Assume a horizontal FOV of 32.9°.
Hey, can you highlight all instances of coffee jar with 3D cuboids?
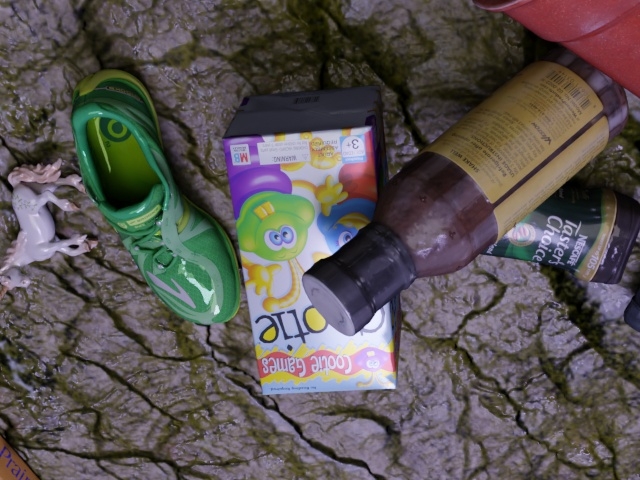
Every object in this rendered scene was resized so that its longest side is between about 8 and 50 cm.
[{"bbox_3d":[0.228,-0.018,1.099,0.184,0.079,0.096,13,115,-1],"label":"coffee jar"}]

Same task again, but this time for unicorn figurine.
[{"bbox_3d":[-0.303,-0.008,1.176,0.111,0.060,0.162,-3,98,8],"label":"unicorn figurine"}]

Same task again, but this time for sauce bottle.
[{"bbox_3d":[0.130,-0.046,0.986,0.344,0.111,0.111,-37,110,-20],"label":"sauce bottle"}]

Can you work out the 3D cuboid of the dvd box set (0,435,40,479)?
[{"bbox_3d":[-0.547,0.267,1.317,0.307,0.062,0.420,-29,108,17],"label":"dvd box set"}]

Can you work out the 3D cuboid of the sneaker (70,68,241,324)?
[{"bbox_3d":[-0.180,-0.027,1.113,0.109,0.123,0.295,-22,111,14],"label":"sneaker"}]

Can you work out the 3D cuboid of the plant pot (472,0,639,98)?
[{"bbox_3d":[0.314,-0.225,0.912,0.265,0.272,0.272,35,113,-19],"label":"plant pot"}]

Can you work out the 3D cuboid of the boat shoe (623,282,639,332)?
[{"bbox_3d":[0.461,0.141,1.122,0.340,0.127,0.113,34,114,-8],"label":"boat shoe"}]

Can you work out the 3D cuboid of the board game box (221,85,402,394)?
[{"bbox_3d":[0.000,0.000,1.096,0.144,0.142,0.275,-4,113,8],"label":"board game box"}]
